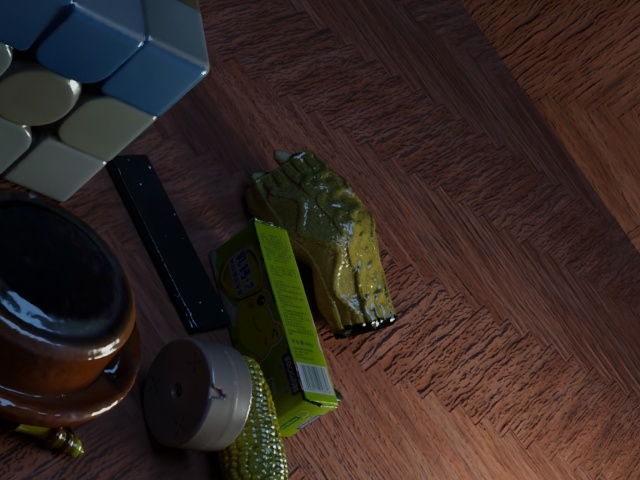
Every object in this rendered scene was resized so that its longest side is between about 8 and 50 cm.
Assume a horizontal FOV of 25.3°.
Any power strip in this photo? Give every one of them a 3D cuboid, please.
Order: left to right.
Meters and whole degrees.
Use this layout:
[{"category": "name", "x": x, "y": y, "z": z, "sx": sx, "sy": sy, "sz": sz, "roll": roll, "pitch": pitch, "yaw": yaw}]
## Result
[{"category": "power strip", "x": -0.169, "y": 0.209, "z": 1.932, "sx": 0.078, "sy": 0.154, "sz": 0.154, "roll": 15, "pitch": 48, "yaw": -42}]

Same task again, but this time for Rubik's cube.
[{"category": "Rubik's cube", "x": -0.398, "y": -0.319, "z": 1.954, "sx": 0.344, "sy": 0.347, "sz": 0.346, "roll": 24, "pitch": 43, "yaw": -38}]

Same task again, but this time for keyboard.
[{"category": "keyboard", "x": -0.234, "y": 0.001, "z": 2.172, "sx": 0.101, "sy": 0.018, "sz": 0.309, "roll": -6, "pitch": 65, "yaw": -57}]

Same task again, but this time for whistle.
[{"category": "whistle", "x": -0.345, "y": 0.237, "z": 1.785, "sx": 0.109, "sy": 0.057, "sz": 0.046, "roll": 38, "pitch": 78, "yaw": -39}]

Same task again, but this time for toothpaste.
[{"category": "toothpaste", "x": -0.074, "y": 0.132, "z": 2.169, "sx": 0.077, "sy": 0.110, "sz": 0.327, "roll": 15, "pitch": 48, "yaw": -44}]

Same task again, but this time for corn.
[{"category": "corn", "x": -0.100, "y": 0.283, "z": 1.995, "sx": 0.101, "sy": 0.101, "sz": 0.310, "roll": 16, "pitch": 45, "yaw": -45}]

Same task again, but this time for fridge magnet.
[{"category": "fridge magnet", "x": -0.376, "y": 0.072, "z": 1.767, "sx": 0.363, "sy": 0.155, "sz": 0.363, "roll": 30, "pitch": 31, "yaw": -21}]

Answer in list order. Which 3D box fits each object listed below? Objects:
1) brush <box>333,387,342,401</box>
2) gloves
[{"category": "brush", "x": 0.004, "y": 0.234, "z": 2.271, "sx": 0.083, "sy": 0.008, "sz": 0.024, "roll": 34, "pitch": 38, "yaw": -28}, {"category": "gloves", "x": 0.015, "y": -0.002, "z": 2.378, "sx": 0.356, "sy": 0.155, "sz": 0.203, "roll": 56, "pitch": 27, "yaw": 11}]
